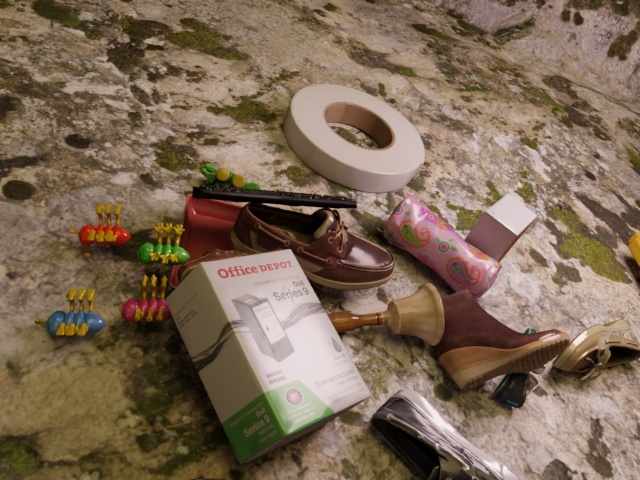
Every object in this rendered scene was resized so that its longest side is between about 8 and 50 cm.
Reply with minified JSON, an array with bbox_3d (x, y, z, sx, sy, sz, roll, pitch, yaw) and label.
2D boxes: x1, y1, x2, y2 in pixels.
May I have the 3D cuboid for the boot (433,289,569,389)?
[{"bbox_3d":[0.342,0.172,1.229,0.249,0.090,0.206,-19,47,-1],"label":"boot"}]

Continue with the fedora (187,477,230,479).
[{"bbox_3d":[-0.118,0.427,0.733,0.334,0.152,0.334,15,42,-14],"label":"fedora"}]

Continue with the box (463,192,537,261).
[{"bbox_3d":[0.409,-0.005,1.445,0.091,0.170,0.130,42,44,17],"label":"box"}]

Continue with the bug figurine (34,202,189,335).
[{"bbox_3d":[-0.342,0.063,1.037,0.217,0.072,0.279,4,48,-3],"label":"bug figurine"}]

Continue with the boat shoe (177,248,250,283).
[{"bbox_3d":[-0.187,0.049,1.080,0.060,0.064,0.178,37,25,27],"label":"boat shoe"}]

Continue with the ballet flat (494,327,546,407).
[{"bbox_3d":[0.419,0.264,1.250,0.074,0.074,0.203,36,48,10],"label":"ballet flat"}]

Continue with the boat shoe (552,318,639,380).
[{"bbox_3d":[0.624,0.244,1.350,0.285,0.104,0.089,-10,50,-36],"label":"boat shoe"}]

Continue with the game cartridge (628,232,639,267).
[{"bbox_3d":[1.026,0.113,1.668,0.324,0.052,0.285,13,42,-18],"label":"game cartridge"}]

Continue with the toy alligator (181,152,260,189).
[{"bbox_3d":[-0.226,-0.132,1.340,0.190,0.056,0.051,22,81,-5],"label":"toy alligator"}]

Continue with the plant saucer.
[{"bbox_3d":[-0.155,0.035,1.203,0.259,0.047,0.258,14,42,-15],"label":"plant saucer"}]

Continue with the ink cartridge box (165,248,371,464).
[{"bbox_3d":[-0.085,0.169,0.974,0.211,0.121,0.289,-8,62,-50],"label":"ink cartridge box"}]

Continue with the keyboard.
[{"bbox_3d":[-0.096,-0.088,1.230,0.317,0.033,0.201,4,1,-21],"label":"keyboard"}]

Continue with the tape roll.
[{"bbox_3d":[0.093,-0.282,1.645,0.392,0.072,0.392,14,42,-13],"label":"tape roll"}]

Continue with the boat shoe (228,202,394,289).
[{"bbox_3d":[0.000,0.000,1.190,0.342,0.123,0.123,16,42,-13],"label":"boat shoe"}]

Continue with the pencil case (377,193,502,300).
[{"bbox_3d":[0.270,0.019,1.395,0.284,0.124,0.124,39,42,15],"label":"pencil case"}]

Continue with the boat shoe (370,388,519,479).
[{"bbox_3d":[0.209,0.375,0.996,0.301,0.108,0.102,43,43,22],"label":"boat shoe"}]

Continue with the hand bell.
[{"bbox_3d":[0.104,0.152,1.194,0.242,0.126,0.126,-2,47,-14],"label":"hand bell"}]
